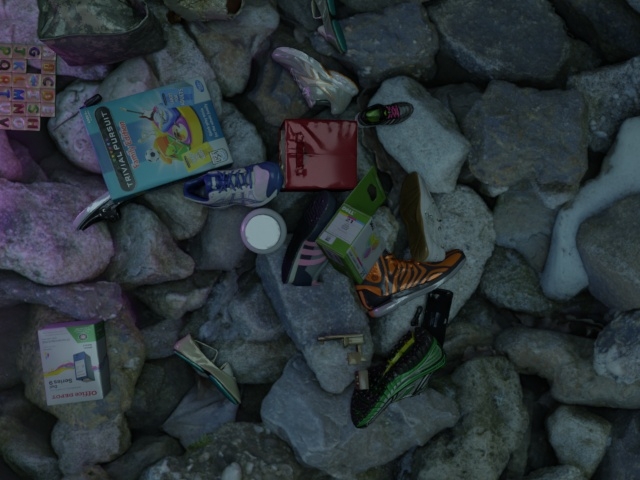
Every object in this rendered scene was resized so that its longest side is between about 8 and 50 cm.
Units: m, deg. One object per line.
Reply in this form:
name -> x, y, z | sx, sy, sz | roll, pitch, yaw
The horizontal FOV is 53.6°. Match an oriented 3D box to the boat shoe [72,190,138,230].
boat shoe -> -0.573, -0.091, 1.751 | 0.229, 0.080, 0.076 | -39, 92, -9

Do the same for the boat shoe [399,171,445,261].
boat shoe -> 0.291, -0.062, 1.767 | 0.096, 0.098, 0.276 | 9, 62, -26

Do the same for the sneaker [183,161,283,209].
sneaker -> -0.235, -0.139, 1.668 | 0.297, 0.131, 0.111 | -14, 78, 35

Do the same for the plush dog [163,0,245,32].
plush dog -> -0.340, -0.717, 1.710 | 0.263, 0.211, 0.225 | 18, 75, -31

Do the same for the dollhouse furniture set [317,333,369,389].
dollhouse furniture set -> 0.059, 0.336, 1.749 | 0.123, 0.144, 0.151 | -3, 77, -3

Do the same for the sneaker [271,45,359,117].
sneaker -> -0.030, -0.438, 1.760 | 0.263, 0.099, 0.121 | 29, 94, -3

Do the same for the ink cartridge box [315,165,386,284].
ink cartridge box -> 0.119, -0.040, 1.673 | 0.097, 0.188, 0.255 | 31, 77, 28

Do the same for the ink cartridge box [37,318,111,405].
ink cartridge box -> -0.675, 0.334, 1.749 | 0.155, 0.093, 0.212 | -5, 94, -4

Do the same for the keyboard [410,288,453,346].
keyboard -> 0.317, 0.226, 1.840 | 0.108, 0.023, 0.180 | 11, 91, -10

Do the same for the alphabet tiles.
alphabet tiles -> -0.833, -0.424, 1.754 | 0.199, 0.009, 0.237 | 2, 91, -4

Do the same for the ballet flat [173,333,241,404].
ballet flat -> -0.300, 0.355, 1.783 | 0.248, 0.086, 0.086 | 41, 89, -3

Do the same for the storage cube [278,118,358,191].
storage cube -> -0.010, -0.222, 1.712 | 0.193, 0.215, 0.183 | 0, 92, -9

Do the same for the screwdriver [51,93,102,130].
screwdriver -> -0.681, -0.356, 1.763 | 0.170, 0.024, 0.025 | -30, 64, 5

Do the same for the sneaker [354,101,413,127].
sneaker -> 0.183, -0.355, 1.783 | 0.171, 0.075, 0.063 | -11, 93, -3

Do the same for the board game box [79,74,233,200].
board game box -> -0.437, -0.273, 1.713 | 0.336, 0.079, 0.253 | -20, 91, -14

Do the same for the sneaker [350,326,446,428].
sneaker -> 0.221, 0.413, 1.787 | 0.343, 0.134, 0.146 | -45, 114, 8

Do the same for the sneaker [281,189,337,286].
sneaker -> 0.000, 0.000, 1.722 | 0.131, 0.112, 0.319 | 12, 130, -20

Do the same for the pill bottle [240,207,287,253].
pill bottle -> -0.151, -0.027, 1.702 | 0.125, 0.221, 0.124 | 0, 92, -4

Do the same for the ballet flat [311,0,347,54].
ballet flat -> 0.018, -0.616, 1.778 | 0.068, 0.072, 0.213 | -14, 92, 25

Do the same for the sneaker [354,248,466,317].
sneaker -> 0.239, 0.069, 1.777 | 0.321, 0.124, 0.180 | -29, 94, -2

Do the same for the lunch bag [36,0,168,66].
lunch bag -> -0.557, -0.565, 1.651 | 0.287, 0.235, 0.168 | -4, 89, -3
